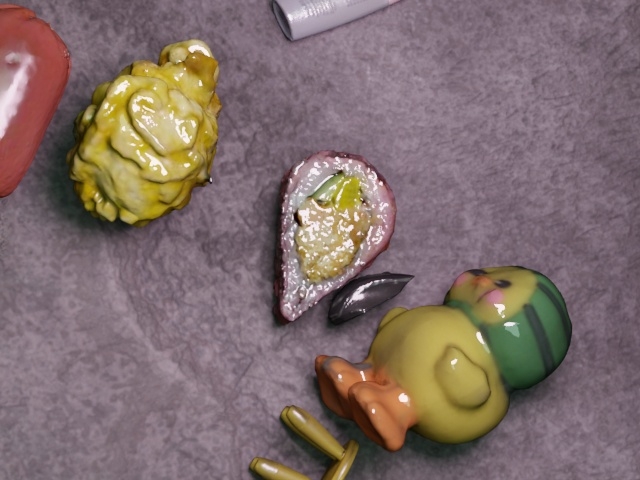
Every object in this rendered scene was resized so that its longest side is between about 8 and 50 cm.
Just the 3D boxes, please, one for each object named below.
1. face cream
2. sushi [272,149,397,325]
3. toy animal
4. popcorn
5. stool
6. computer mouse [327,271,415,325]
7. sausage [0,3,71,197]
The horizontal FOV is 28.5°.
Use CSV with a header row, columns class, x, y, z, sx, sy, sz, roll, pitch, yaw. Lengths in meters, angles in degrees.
class,x,y,z,sx,sy,sz,roll,pitch,yaw
face cream,0.033,-0.351,1.793,0.198,0.057,0.084,-24,88,-13
sushi,0.020,-0.001,1.721,0.161,0.107,0.241,3,90,-8
toy animal,0.182,0.166,1.690,0.338,0.216,0.191,-31,116,-15
popcorn,-0.209,-0.134,1.634,0.192,0.233,0.266,34,102,5
stool,-0.022,0.288,1.678,0.110,0.134,0.135,31,35,0
computer mouse,0.065,0.070,1.734,0.135,0.079,0.047,-26,92,-16
sausage,-0.430,-0.172,1.650,0.152,0.152,0.279,26,80,-5
